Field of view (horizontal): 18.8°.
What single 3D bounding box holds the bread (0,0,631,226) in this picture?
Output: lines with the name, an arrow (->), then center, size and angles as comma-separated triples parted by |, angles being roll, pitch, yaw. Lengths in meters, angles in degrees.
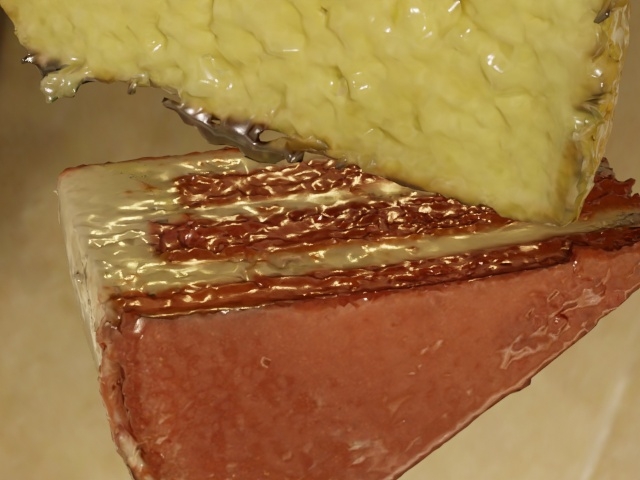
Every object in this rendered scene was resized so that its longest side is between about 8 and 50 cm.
bread -> 0.010, -0.124, 0.678 | 0.260, 0.160, 0.147 | 15, 40, 26

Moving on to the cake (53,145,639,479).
cake -> 0.000, 0.000, 0.868 | 0.262, 0.160, 0.158 | -37, 37, 3
